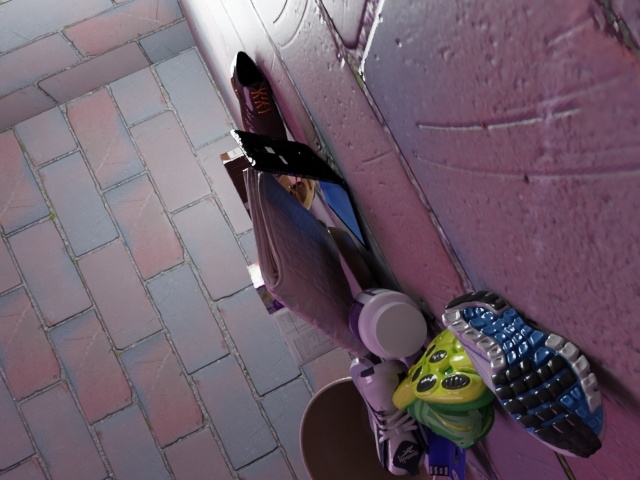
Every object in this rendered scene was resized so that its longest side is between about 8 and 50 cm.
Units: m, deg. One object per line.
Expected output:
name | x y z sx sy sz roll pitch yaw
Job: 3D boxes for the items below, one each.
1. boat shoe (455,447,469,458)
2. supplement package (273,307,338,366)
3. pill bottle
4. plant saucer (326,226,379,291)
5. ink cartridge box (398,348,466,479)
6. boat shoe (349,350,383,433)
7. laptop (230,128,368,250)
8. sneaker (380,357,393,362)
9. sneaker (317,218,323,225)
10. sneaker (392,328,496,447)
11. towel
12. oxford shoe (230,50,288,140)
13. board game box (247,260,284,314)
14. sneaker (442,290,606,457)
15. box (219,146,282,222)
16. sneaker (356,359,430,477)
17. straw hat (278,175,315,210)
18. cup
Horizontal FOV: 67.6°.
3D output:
boat shoe | 0.260 0.396 0.936 0.038 0.046 0.125 57 -179 16
supplement package | -0.002 0.297 1.695 0.198 0.262 0.199 62 174 11
pill bottle | 0.110 0.137 0.797 0.108 0.108 0.193 64 174 0
plant saucer | 0.074 0.050 0.999 0.199 0.036 0.198 60 180 0
ink cartridge box | 0.198 0.330 0.884 0.224 0.045 0.223 -111 8 -54
boat shoe | 0.132 0.332 1.018 0.229 0.080 0.076 62 -144 -11
laptop | -0.044 -0.104 0.949 0.234 0.264 0.137 -127 48 -56
sneaker | 0.186 0.402 1.352 0.258 0.091 0.094 61 173 26
sneaker | 0.000 0.000 1.415 0.086 0.064 0.192 55 173 10
sneaker | 0.178 0.192 0.614 0.123 0.109 0.295 34 162 13
towel | -0.022 0.043 0.944 0.332 0.053 0.317 44 -158 -46
oxford shoe | -0.154 -0.329 1.164 0.271 0.096 0.098 63 168 6
board game box | -0.101 0.118 1.719 0.144 0.275 0.142 56 170 52
sneaker | 0.175 0.116 0.407 0.083 0.071 0.191 59 -176 -21
box | -0.175 -0.149 1.636 0.381 0.191 0.143 66 173 -28
sneaker | 0.129 0.306 0.796 0.235 0.094 0.153 82 169 -51
straw hat | -0.048 -0.119 1.238 0.061 0.144 0.145 -1 -125 -50
cup | 0.147 0.473 1.188 0.331 0.331 0.237 62 -158 10
